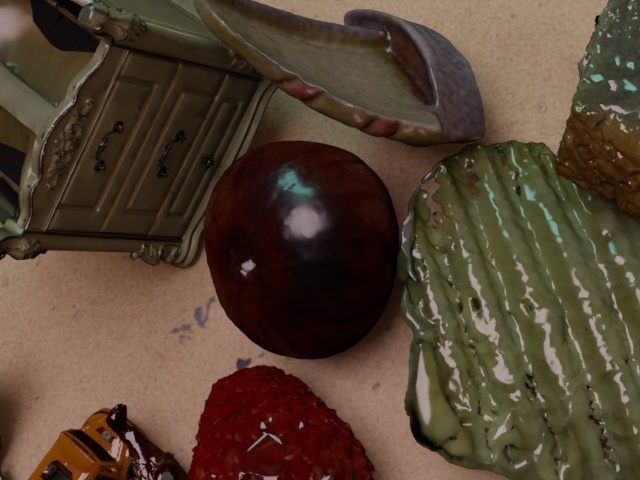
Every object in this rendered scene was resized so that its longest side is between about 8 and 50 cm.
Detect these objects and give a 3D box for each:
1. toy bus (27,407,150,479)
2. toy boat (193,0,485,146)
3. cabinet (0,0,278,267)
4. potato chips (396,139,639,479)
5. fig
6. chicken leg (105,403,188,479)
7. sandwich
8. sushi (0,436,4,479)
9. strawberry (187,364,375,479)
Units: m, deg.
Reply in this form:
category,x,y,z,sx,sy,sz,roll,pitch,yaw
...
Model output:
category,x,y,z,sx,sy,sz,roll,pitch,yaw
toy bus,-0.280,0.279,1.489,0.083,0.088,0.194,34,86,28
toy boat,0.037,-0.174,1.412,0.276,0.293,0.111,45,126,34
cabinet,-0.254,-0.145,1.458,0.227,0.318,0.290,37,107,28
potato chips,0.264,0.060,1.337,0.373,0.097,0.389,2,70,13
fig,-0.011,0.006,1.408,0.235,0.214,0.235,-24,59,48
chicken leg,-0.180,0.284,1.446,0.048,0.089,0.219,-27,67,59
sandwich,0.384,-0.124,1.287,0.262,0.131,0.325,-39,59,-18
sushi,-0.461,0.269,1.538,0.296,0.167,0.179,-52,39,-9
strawberry,-0.054,0.231,1.381,0.205,0.205,0.244,-35,41,8
